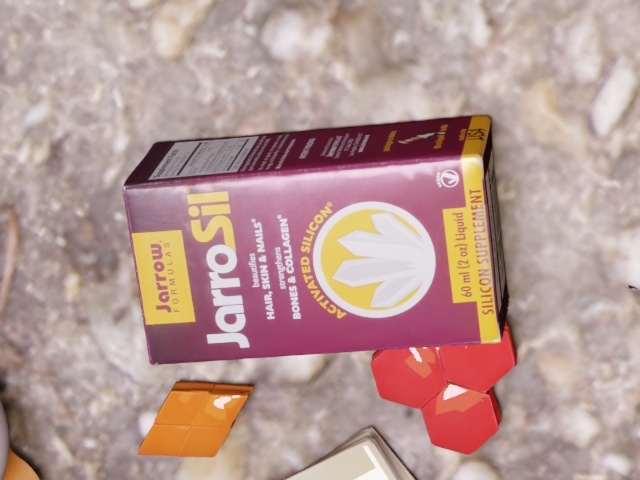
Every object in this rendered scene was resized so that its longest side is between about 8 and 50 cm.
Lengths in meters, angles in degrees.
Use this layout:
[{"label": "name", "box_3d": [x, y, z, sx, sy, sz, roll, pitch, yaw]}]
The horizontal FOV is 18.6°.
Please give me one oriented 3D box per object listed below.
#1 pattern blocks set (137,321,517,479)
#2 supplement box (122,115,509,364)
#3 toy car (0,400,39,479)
[{"label": "pattern blocks set", "box_3d": [-0.001, 0.198, 1.124, 0.325, 0.026, 0.285, -20, 104, 14]}, {"label": "supplement box", "box_3d": [0.000, 0.000, 1.029, 0.188, 0.081, 0.104, -5, 108, 10]}, {"label": "toy car", "box_3d": [-0.247, 0.080, 1.064, 0.219, 0.210, 0.238, -31, 131, 29]}]
